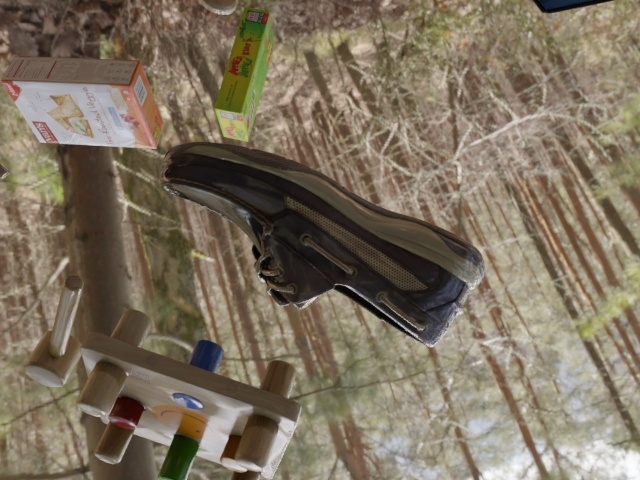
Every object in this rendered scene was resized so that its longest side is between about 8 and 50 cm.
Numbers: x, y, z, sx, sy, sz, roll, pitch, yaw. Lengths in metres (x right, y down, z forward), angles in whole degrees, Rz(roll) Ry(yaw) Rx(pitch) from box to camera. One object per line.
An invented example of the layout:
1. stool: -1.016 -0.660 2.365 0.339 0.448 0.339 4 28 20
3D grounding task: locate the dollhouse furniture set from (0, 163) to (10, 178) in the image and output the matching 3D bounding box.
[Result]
1. dollhouse furniture set: -0.410 -0.113 0.602 0.303 0.355 0.174 -43 -161 -13

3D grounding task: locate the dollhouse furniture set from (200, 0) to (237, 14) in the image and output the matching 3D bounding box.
1. dollhouse furniture set: -0.254 -0.509 0.867 0.394 0.257 0.362 12 152 -18

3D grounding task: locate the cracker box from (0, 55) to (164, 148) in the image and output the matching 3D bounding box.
1. cracker box: -0.414 -0.242 1.092 0.232 0.067 0.156 4 147 7

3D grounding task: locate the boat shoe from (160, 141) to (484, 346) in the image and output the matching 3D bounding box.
1. boat shoe: -0.009 0.008 0.634 0.355 0.130 0.132 22 171 1

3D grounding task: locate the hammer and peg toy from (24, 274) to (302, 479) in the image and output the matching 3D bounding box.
1. hammer and peg toy: -0.212 0.197 0.758 0.361 0.127 0.266 19 143 0

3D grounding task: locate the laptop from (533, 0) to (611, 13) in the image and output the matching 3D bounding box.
1. laptop: 0.473 -0.526 1.071 0.234 0.265 0.136 -9 -179 8

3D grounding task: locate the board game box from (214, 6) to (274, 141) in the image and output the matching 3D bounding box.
1. board game box: -0.116 -0.259 0.967 0.043 0.181 0.092 12 163 3
